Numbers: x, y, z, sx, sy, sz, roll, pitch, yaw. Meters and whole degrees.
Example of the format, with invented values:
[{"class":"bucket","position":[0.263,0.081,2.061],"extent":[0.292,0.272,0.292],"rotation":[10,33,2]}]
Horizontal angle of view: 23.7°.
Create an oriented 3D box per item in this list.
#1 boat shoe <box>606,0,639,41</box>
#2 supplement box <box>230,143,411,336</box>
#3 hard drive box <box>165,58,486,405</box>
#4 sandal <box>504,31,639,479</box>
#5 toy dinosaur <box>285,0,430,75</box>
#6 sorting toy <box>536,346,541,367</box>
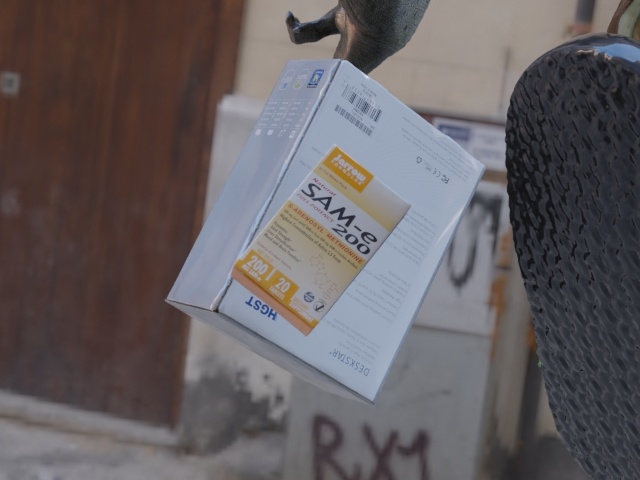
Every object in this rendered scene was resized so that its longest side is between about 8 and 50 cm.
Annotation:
[{"class":"boat shoe","position":[0.243,-0.144,1.080],"extent":[0.072,0.190,0.068],"rotation":[30,49,13]},{"class":"supplement box","position":[0.000,0.000,0.917],"extent":[0.062,0.098,0.036],"rotation":[38,-13,2]},{"class":"hard drive box","position":[0.008,-0.008,1.271],"extent":[0.181,0.232,0.089],"rotation":[34,-14,-31]},{"class":"sandal","position":[0.217,0.017,1.041],"extent":[0.107,0.445,0.167],"rotation":[-34,52,-18]},{"class":"toy dinosaur","position":[0.050,-0.250,1.429],"extent":[0.160,0.313,0.121],"rotation":[12,-21,31]},{"class":"sorting toy","position":[0.384,0.193,1.822],"extent":[0.365,0.126,0.127],"rotation":[36,-24,-23]}]
